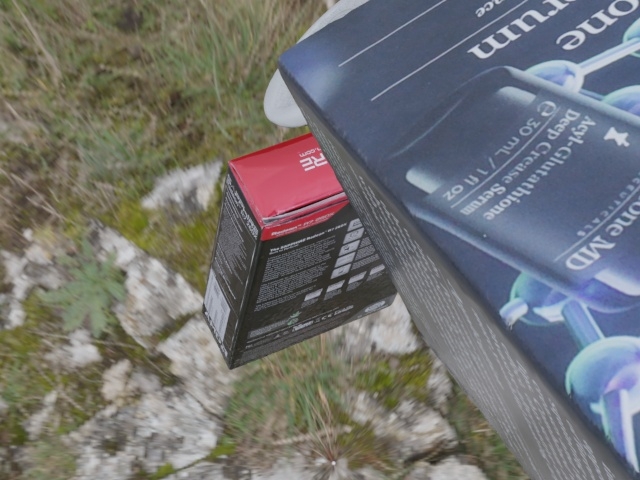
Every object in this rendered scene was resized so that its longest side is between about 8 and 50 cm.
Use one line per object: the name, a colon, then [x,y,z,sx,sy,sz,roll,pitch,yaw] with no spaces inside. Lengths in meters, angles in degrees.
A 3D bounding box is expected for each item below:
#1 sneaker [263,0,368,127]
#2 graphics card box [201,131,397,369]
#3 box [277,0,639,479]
sneaker: [0.105,-0.133,1.016,0.295,0.147,0.105,-28,44,26]
graphics card box: [0.000,0.000,1.540,0.232,0.371,0.094,-22,67,-19]
box: [0.207,0.002,0.566,0.293,0.212,0.395,-33,39,-3]
